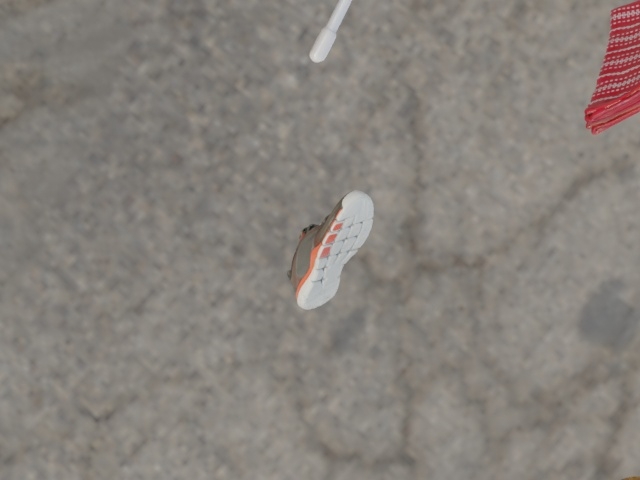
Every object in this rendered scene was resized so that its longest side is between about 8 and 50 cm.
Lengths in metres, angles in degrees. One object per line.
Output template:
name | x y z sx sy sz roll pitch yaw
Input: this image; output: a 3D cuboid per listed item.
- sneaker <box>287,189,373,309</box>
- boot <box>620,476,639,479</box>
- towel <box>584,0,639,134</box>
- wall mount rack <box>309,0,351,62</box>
sneaker | 0.000 0.000 1.839 0.061 0.065 0.158 -5 136 -41
boot | 0.400 0.367 1.798 0.109 0.283 0.220 -52 165 -13
towel | 0.366 -0.216 1.772 0.199 0.031 0.275 -27 -160 29
wall mount rack | -0.008 -0.356 1.733 0.350 0.130 0.304 27 132 -18
